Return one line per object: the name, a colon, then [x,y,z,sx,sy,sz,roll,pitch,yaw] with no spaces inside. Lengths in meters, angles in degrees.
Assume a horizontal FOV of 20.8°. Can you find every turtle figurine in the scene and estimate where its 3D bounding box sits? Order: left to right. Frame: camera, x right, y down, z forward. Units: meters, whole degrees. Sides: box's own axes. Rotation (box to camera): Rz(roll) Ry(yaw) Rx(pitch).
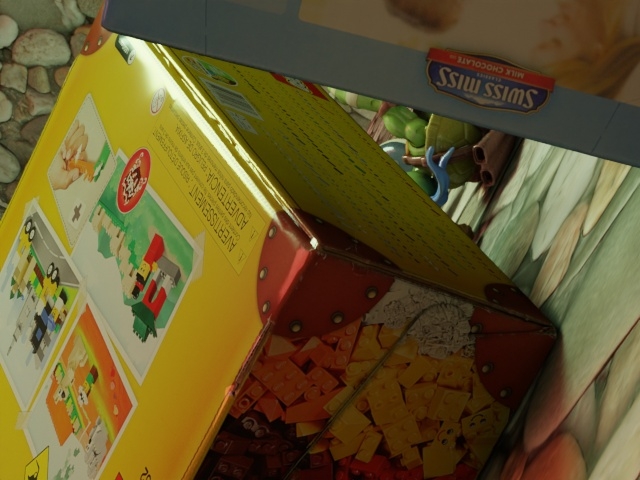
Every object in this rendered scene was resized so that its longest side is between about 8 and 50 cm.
turtle figurine: [0.101,-0.141,1.735,0.266,0.198,0.275,-59,5,-14]

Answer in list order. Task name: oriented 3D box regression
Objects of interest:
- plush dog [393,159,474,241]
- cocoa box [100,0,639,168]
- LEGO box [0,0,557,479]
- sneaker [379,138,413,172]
plush dog: [0.014,0.060,1.634,0.211,0.262,0.225,-26,-8,-32]
cocoa box: [0.075,-0.204,1.016,0.228,0.347,0.231,-78,2,-73]
LEGO box: [-0.091,0.081,1.299,0.372,0.193,0.500,-62,30,15]
sneaker: [-0.001,0.041,1.882,0.148,0.131,0.350,17,-75,-57]
